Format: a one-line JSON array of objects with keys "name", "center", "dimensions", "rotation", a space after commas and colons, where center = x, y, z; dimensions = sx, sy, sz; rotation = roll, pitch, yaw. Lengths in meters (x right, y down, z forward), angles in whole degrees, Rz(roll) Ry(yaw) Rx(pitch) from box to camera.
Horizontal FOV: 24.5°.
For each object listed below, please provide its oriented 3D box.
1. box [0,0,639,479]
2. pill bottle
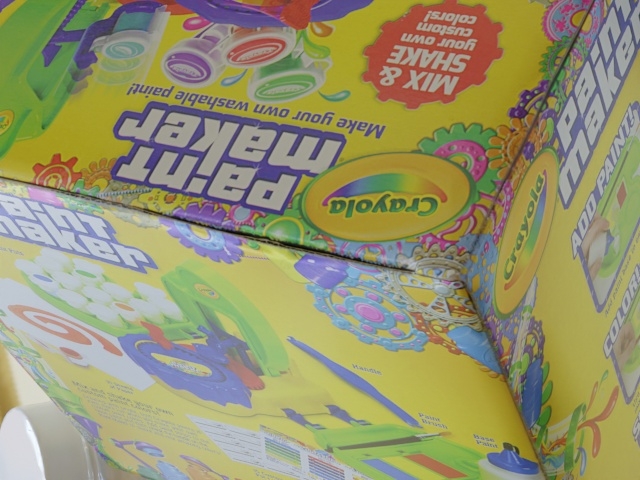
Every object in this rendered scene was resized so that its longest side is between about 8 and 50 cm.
[{"name": "box", "center": [0.000, 0.000, 0.652], "dimensions": [0.290, 0.177, 0.279], "rotation": [13, -30, 30]}, {"name": "pill bottle", "center": [-0.097, 0.147, 0.968], "dimensions": [0.208, 0.119, 0.119], "rotation": [-4, -50, -31]}]
